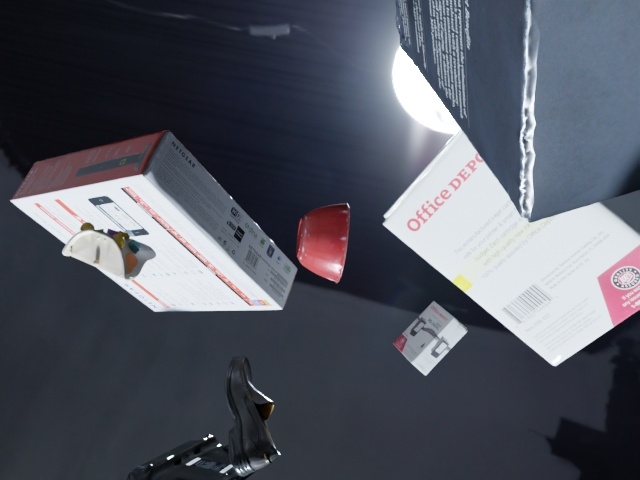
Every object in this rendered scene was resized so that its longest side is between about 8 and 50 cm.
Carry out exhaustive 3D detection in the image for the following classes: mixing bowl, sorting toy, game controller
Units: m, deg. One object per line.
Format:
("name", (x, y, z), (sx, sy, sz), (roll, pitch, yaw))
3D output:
("mixing bowl", (0.000, 0.000, 1.461), (0.181, 0.098, 0.181), (-174, -90, -83))
("sorting toy", (-0.218, 0.008, 0.713), (0.075, 0.083, 0.044), (-3, 112, -70))
("game controller", (-0.232, 0.441, 1.257), (0.319, 0.167, 0.067), (15, 90, -75))

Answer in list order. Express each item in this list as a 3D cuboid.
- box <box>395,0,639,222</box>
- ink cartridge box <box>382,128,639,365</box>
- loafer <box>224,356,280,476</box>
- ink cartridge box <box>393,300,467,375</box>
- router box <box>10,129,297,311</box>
("box", (0.381, -0.327, 0.834), (0.471, 0.480, 0.297), (-109, -178, -46))
("ink cartridge box", (0.342, -0.027, 1.076), (0.279, 0.385, 0.160), (-50, 179, 40))
("loafer", (-0.091, 0.230, 0.890), (0.062, 0.061, 0.170), (64, 10, -51))
("ink cartridge box", (0.266, 0.233, 1.594), (0.150, 0.063, 0.109), (-47, -155, 0))
("router box", (-0.251, -0.008, 1.024), (0.335, 0.301, 0.082), (50, 48, -41))
